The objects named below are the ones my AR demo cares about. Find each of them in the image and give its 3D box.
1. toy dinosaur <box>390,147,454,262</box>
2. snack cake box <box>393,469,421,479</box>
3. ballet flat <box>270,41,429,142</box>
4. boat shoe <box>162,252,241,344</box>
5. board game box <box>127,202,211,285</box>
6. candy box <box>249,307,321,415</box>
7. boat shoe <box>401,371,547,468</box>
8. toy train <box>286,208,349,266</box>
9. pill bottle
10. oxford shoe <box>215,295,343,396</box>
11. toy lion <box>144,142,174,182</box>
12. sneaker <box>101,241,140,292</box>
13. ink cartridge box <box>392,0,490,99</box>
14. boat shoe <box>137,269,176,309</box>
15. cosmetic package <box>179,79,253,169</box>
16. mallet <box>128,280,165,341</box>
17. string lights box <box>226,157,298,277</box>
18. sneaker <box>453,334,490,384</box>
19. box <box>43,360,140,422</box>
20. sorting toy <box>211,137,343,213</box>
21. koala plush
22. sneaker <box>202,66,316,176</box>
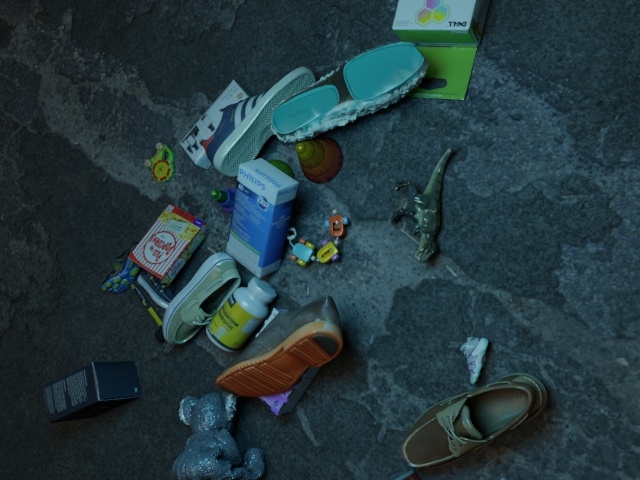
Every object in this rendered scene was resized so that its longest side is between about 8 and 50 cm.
[{"bbox_3d":[0.222,-0.082,1.310,0.118,0.064,0.268,8,83,22],"label":"toy dinosaur"},{"bbox_3d":[0.205,0.602,1.139,0.089,0.152,0.264,-42,65,16],"label":"snack cake box"},{"bbox_3d":[0.070,-0.346,1.393,0.409,0.147,0.146,-19,73,21],"label":"ballet flat"},{"bbox_3d":[-0.311,0.167,1.491,0.302,0.109,0.094,-55,46,20],"label":"boat shoe"},{"bbox_3d":[-0.416,0.008,1.601,0.147,0.045,0.193,26,74,29],"label":"board game box"},{"bbox_3d":[-0.092,0.288,1.397,0.165,0.070,0.196,36,98,28],"label":"candy box"},{"bbox_3d":[0.291,0.360,1.158,0.324,0.116,0.123,-38,66,17],"label":"boat shoe"},{"bbox_3d":[0.000,0.000,1.419,0.166,0.046,0.125,-14,73,22],"label":"toy train"},{"bbox_3d":[-0.195,0.183,1.452,0.103,0.103,0.184,45,102,27],"label":"pill bottle"},{"bbox_3d":[-0.093,0.248,1.319,0.364,0.130,0.132,-31,36,26],"label":"oxford shoe"},{"bbox_3d":[-0.465,-0.224,1.711,0.096,0.034,0.100,40,100,20],"label":"toy lion"},{"bbox_3d":[-0.573,0.080,1.700,0.188,0.067,0.078,-49,42,14],"label":"sneaker"},{"bbox_3d":[0.264,-0.466,1.333,0.189,0.097,0.255,12,86,29],"label":"ink cartridge box"},{"bbox_3d":[-0.434,0.122,1.610,0.183,0.065,0.083,36,97,29],"label":"boat shoe"},{"bbox_3d":[-0.279,-0.320,1.612,0.239,0.060,0.099,-46,65,13],"label":"cosmetic package"},{"bbox_3d":[-0.457,0.187,1.587,0.062,0.039,0.189,-26,96,22],"label":"mallet"},{"bbox_3d":[-0.147,-0.052,1.416,0.133,0.077,0.259,36,129,27],"label":"string lights box"},{"bbox_3d":[0.310,0.246,1.216,0.069,0.038,0.098,13,78,30],"label":"sneaker"},{"bbox_3d":[-0.634,0.419,1.613,0.207,0.153,0.108,-26,69,20],"label":"box"},{"bbox_3d":[-0.129,-0.168,1.470,0.366,0.126,0.127,-23,71,22],"label":"sorting toy"},{"bbox_3d":[-0.259,0.469,1.400,0.196,0.203,0.221,-17,62,24],"label":"koala plush"},{"bbox_3d":[-0.169,-0.332,1.497,0.350,0.131,0.148,-44,55,-4],"label":"sneaker"}]
